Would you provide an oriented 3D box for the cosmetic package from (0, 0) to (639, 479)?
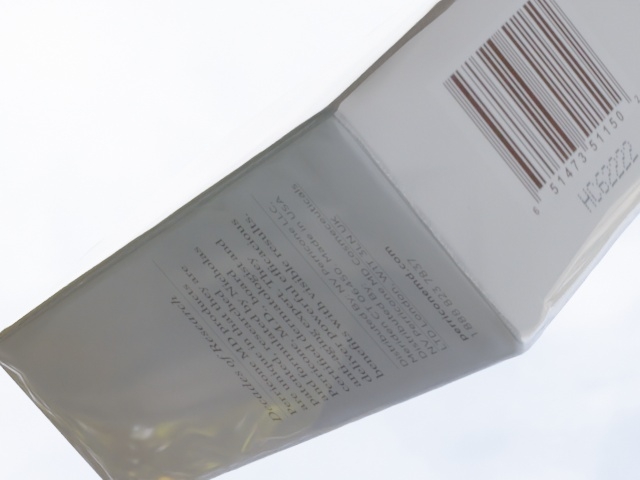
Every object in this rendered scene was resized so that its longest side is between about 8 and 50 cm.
[{"bbox_3d":[0.000,0.000,1.090,0.230,0.161,0.453,-45,-171,-35],"label":"cosmetic package"}]
